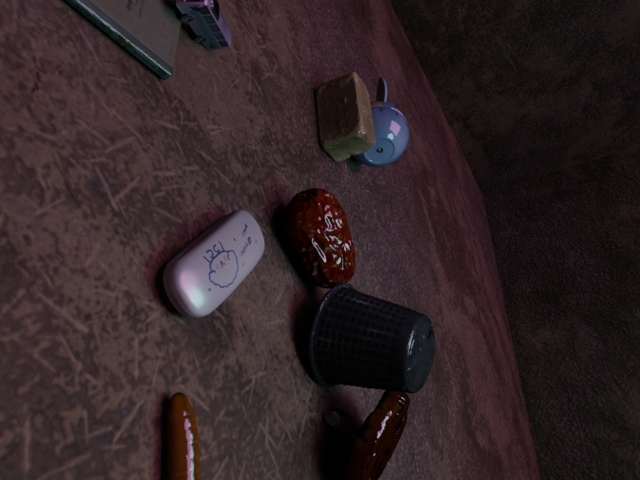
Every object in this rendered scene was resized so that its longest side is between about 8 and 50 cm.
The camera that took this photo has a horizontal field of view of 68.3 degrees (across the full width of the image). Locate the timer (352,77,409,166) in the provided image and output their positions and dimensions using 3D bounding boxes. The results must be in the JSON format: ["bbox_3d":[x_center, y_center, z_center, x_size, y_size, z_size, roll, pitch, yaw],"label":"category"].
[{"bbox_3d":[0.122,-0.301,1.185,0.175,0.175,0.256,28,33,-55],"label":"timer"}]

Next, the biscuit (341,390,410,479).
[{"bbox_3d":[0.088,0.325,0.756,0.192,0.049,0.192,-37,138,-42],"label":"biscuit"}]

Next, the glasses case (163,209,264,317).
[{"bbox_3d":[-0.127,0.023,0.597,0.076,0.049,0.197,65,27,-16],"label":"glasses case"}]

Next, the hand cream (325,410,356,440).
[{"bbox_3d":[0.036,0.305,0.781,0.102,0.022,0.035,50,34,-48],"label":"hand cream"}]

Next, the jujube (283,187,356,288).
[{"bbox_3d":[0.000,0.000,0.807,0.112,0.109,0.176,-33,117,-26],"label":"jujube"}]

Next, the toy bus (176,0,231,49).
[{"bbox_3d":[-0.168,-0.323,0.687,0.131,0.052,0.037,46,44,-84],"label":"toy bus"}]

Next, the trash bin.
[{"bbox_3d":[0.090,0.163,0.753,0.175,0.160,0.176,-10,102,-56],"label":"trash bin"}]

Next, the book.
[{"bbox_3d":[-0.278,-0.356,0.564,0.282,0.025,0.215,36,45,-49],"label":"book"}]

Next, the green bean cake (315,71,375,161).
[{"bbox_3d":[0.056,-0.280,1.069,0.085,0.109,0.179,31,47,-53],"label":"green bean cake"}]

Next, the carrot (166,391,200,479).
[{"bbox_3d":[-0.128,0.275,0.455,0.043,0.043,0.248,22,54,-57],"label":"carrot"}]
